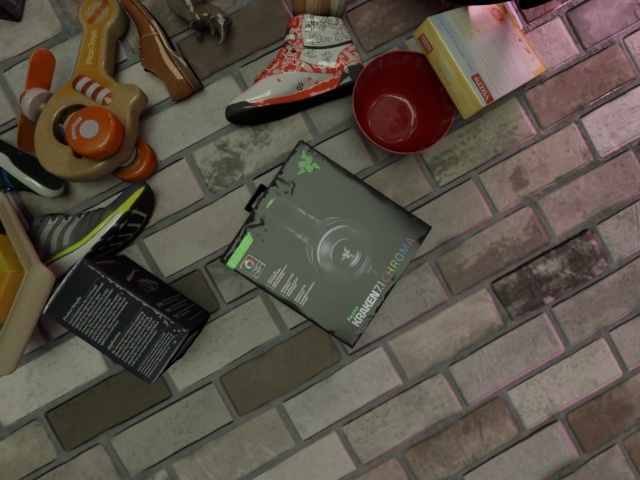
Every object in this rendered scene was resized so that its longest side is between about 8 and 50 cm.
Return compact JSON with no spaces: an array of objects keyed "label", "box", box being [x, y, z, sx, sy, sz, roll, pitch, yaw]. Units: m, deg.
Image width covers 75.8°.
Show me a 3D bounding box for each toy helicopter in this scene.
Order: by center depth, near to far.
[{"label":"toy helicopter","box":[-0.423,-0.275,0.734,0.235,0.140,0.354,1,79,6]}]

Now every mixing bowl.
[{"label":"mixing bowl","box":[0.141,-0.236,0.751,0.182,0.098,0.181,0,88,-4]}]

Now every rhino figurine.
[{"label":"rhino figurine","box":[-0.236,-0.467,0.752,0.106,0.073,0.243,-26,92,-6]}]

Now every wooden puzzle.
[{"label":"wooden puzzle","box":[-0.536,0.066,0.675,0.239,0.044,0.220,40,107,25]}]

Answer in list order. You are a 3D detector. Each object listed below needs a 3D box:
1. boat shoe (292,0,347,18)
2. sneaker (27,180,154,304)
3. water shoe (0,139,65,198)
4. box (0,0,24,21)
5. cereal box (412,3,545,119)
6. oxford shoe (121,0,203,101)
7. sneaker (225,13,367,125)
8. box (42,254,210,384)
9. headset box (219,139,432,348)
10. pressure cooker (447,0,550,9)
[{"label":"boat shoe","box":[-0.030,-0.563,0.740,0.117,0.123,0.324,-9,88,0]},{"label":"sneaker","box":[-0.431,-0.014,0.724,0.300,0.111,0.121,-39,87,-4]},{"label":"water shoe","box":[-0.559,-0.120,0.746,0.203,0.073,0.080,32,110,2]},{"label":"box","box":[-0.666,-0.453,0.678,0.233,0.183,0.059,9,89,-3]},{"label":"cereal box","box":[0.289,-0.332,0.732,0.240,0.047,0.173,-32,91,-31]},{"label":"oxford shoe","box":[-0.306,-0.353,0.749,0.076,0.076,0.212,-33,92,4]},{"label":"sneaker","box":[-0.061,-0.314,0.751,0.270,0.090,0.144,-20,89,-6]},{"label":"box","box":[-0.316,0.124,0.703,0.207,0.153,0.108,34,89,-1]},{"label":"headset box","box":[0.000,0.000,0.728,0.283,0.131,0.246,34,88,-1]},{"label":"pressure cooker","box":[0.282,-0.588,0.611,0.376,0.420,0.369,34,88,39]}]
